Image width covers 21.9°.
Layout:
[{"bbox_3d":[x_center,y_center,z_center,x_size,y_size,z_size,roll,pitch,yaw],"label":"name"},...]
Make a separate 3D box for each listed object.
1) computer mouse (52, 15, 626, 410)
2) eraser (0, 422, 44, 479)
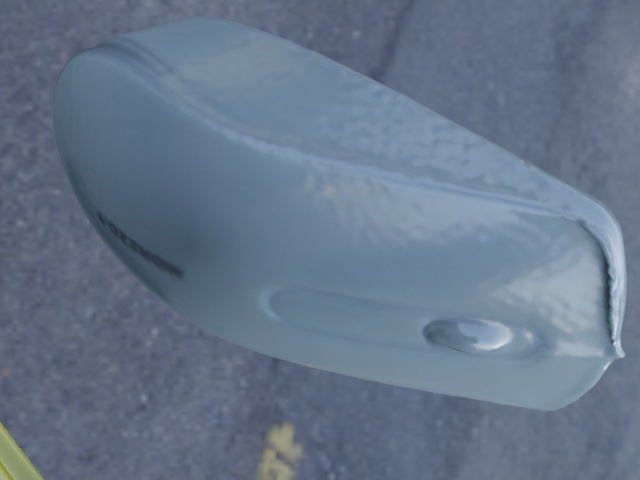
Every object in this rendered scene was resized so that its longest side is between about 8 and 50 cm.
[{"bbox_3d":[0.000,0.000,0.601,0.079,0.231,0.128,-55,160,-32],"label":"computer mouse"},{"bbox_3d":[-0.264,0.098,0.941,0.226,0.069,0.158,52,21,2],"label":"eraser"}]
